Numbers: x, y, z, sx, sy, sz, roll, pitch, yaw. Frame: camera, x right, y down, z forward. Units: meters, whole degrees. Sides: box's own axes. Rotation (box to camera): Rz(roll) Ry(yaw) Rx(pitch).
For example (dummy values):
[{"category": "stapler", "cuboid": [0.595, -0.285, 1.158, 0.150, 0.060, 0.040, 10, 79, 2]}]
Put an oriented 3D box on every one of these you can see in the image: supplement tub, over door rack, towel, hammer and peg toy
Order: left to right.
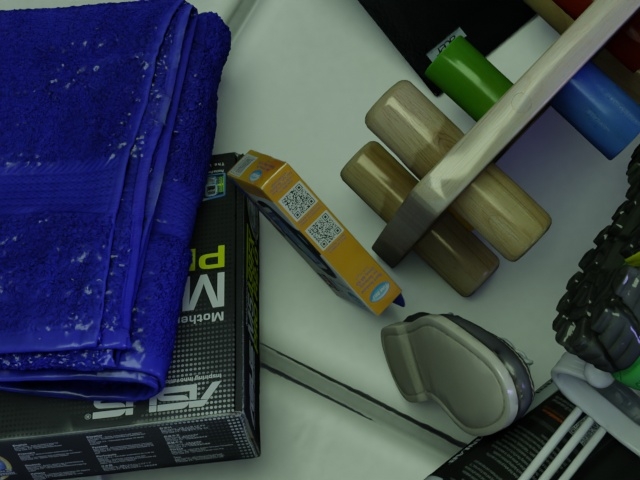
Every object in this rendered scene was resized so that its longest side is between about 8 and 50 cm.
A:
[{"category": "towel", "cuboid": [-0.189, -0.038, 1.215, 0.227, 0.076, 0.308, 0, 54, 12]}, {"category": "supplement tub", "cuboid": [0.122, 0.172, 1.109, 0.190, 0.117, 0.117, -35, 67, -17]}, {"category": "hammer and peg toy", "cuboid": [0.172, -0.132, 1.158, 0.127, 0.266, 0.361, 44, 82, 3]}, {"category": "over door rack", "cuboid": [0.193, 0.250, 1.006, 0.324, 0.108, 0.239, 43, 75, -9]}]

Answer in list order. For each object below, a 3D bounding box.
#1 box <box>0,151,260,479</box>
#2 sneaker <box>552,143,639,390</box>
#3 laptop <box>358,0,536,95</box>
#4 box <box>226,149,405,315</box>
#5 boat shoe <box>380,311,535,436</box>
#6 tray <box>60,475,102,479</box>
[{"category": "box", "cuboid": [-0.176, 0.055, 1.228, 0.270, 0.060, 0.216, -7, 52, 8]}, {"category": "sneaker", "cuboid": [0.255, -0.017, 1.062, 0.146, 0.134, 0.343, 37, 51, -4]}, {"category": "laptop", "cuboid": [0.078, -0.277, 1.366, 0.234, 0.136, 0.264, -40, 42, -7]}, {"category": "box", "cuboid": [0.000, 0.000, 1.208, 0.028, 0.081, 0.136, -43, 109, -8]}, {"category": "boat shoe", "cuboid": [0.096, 0.072, 1.135, 0.065, 0.206, 0.075, -18, 96, -14]}, {"category": "tray", "cuboid": [-0.276, 0.186, 1.240, 0.270, 0.030, 0.145, -18, 68, 3]}]
